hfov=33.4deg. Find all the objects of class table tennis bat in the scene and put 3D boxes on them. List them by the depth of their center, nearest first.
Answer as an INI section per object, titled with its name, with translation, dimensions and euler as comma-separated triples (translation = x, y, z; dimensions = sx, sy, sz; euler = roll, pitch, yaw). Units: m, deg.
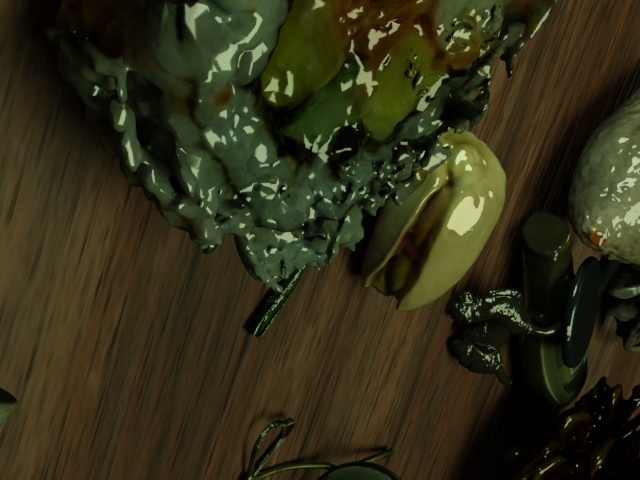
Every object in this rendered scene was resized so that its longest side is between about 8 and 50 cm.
[table tennis bat]
translation = 0.372, 0.079, 1.470
dimensions = 0.236, 0.027, 0.150
euler = -45, 138, -50

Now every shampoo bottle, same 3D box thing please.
[shampoo bottle]
translation = 0.329, 0.103, 1.518
dimensions = 0.125, 0.084, 0.350
euler = -50, 144, -26

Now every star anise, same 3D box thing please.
[star anise]
translation = 0.563, 0.045, 1.745
dimensions = 0.359, 0.139, 0.316
euler = 16, 106, -56

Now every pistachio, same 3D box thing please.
[pistachio]
translation = 0.121, -0.021, 1.122
dimensions = 0.145, 0.117, 0.201
euler = -50, 163, -66

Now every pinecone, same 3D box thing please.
[pinecone]
translation = 0.448, 0.410, 1.635
dimensions = 0.397, 0.397, 0.398
euler = -32, 136, -37

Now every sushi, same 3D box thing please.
[sushi]
translation = -0.003, -0.169, 0.775
dimensions = 0.417, 0.176, 0.418
euler = -24, 131, -31

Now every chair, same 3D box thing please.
[chair]
translation = 0.033, 0.320, 1.216
dimensions = 0.160, 0.170, 0.325
euler = -60, 153, 0

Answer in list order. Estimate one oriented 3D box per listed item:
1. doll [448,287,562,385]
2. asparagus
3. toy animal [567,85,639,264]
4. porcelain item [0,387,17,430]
[doll]
translation = 0.223, 0.117, 1.394
dimensions = 0.165, 0.057, 0.139
euler = 21, 122, -32
[asparagus]
translation = 0.000, 0.000, 1.061
dimensions = 0.023, 0.022, 0.233
euler = 38, 80, -11
[toy animal]
translation = 0.453, -0.082, 1.462
dimensions = 0.358, 0.188, 0.227
euler = -40, 134, -32
[porcelain item]
translation = -0.297, 0.199, 0.770
dimensions = 0.084, 0.054, 0.213
euler = 26, 91, -54
